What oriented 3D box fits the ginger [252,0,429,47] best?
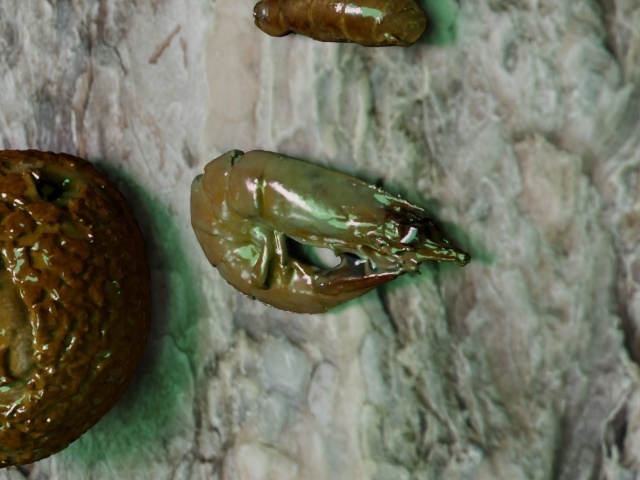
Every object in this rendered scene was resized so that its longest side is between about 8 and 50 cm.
[{"bbox_3d":[0.012,-0.211,0.944,0.162,0.073,0.103,8,99,28],"label":"ginger"}]

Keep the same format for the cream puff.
[{"bbox_3d":[-0.305,0.065,1.065,0.303,0.212,0.303,3,98,22],"label":"cream puff"}]

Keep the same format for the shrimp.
[{"bbox_3d":[0.001,0.000,0.985,0.267,0.061,0.145,7,108,24],"label":"shrimp"}]
